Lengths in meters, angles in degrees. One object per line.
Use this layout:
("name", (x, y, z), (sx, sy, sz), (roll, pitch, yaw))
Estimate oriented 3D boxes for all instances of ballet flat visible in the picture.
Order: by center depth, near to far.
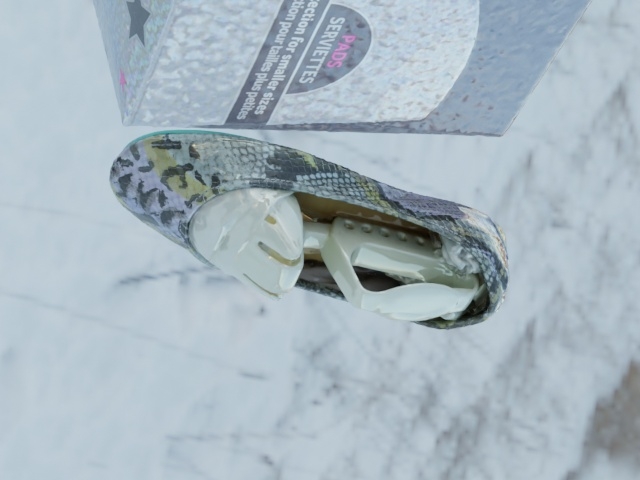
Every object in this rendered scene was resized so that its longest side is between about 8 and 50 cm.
("ballet flat", (0.000, 0.000, 0.455), (0.041, 0.114, 0.041), (-166, -90, -72))

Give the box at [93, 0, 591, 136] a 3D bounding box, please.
("box", (0.023, -0.161, 0.570), (0.247, 0.163, 0.142), (119, -38, -47))
